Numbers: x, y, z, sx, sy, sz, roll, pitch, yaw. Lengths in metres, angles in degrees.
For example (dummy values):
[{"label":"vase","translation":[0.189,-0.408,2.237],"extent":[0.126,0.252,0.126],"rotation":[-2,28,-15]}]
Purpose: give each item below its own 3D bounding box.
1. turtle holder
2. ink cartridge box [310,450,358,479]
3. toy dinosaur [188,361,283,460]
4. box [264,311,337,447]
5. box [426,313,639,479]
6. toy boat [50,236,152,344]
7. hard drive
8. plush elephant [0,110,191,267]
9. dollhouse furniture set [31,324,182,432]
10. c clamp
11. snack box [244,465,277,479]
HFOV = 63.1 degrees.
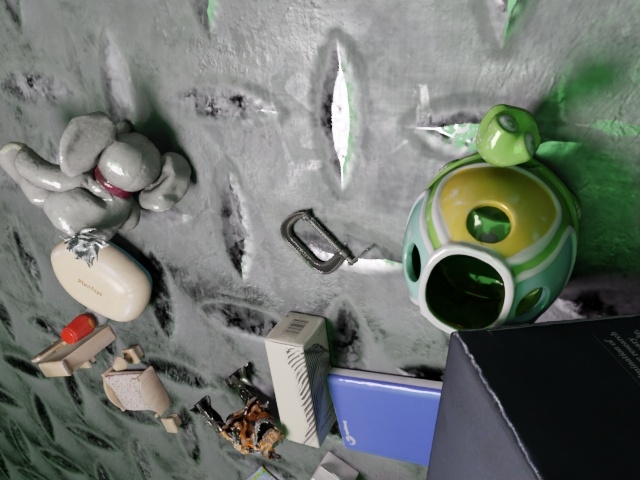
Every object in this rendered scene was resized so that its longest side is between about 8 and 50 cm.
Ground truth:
[{"label":"turtle holder","translation":[0.242,-0.003,0.714],"extent":[0.243,0.227,0.320],"rotation":[40,129,5]},{"label":"ink cartridge box","translation":[0.022,0.593,1.260],"extent":[0.092,0.090,0.143],"rotation":[31,126,11]},{"label":"toy dinosaur","translation":[-0.188,0.439,1.237],"extent":[0.218,0.164,0.322],"rotation":[51,132,2]},{"label":"box","translation":[-0.036,0.299,1.117],"extent":[0.094,0.113,0.275],"rotation":[5,120,26]},{"label":"box","translation":[0.402,0.358,0.654],"extent":[0.472,0.297,0.479],"rotation":[-3,120,-6]},{"label":"toy boat","translation":[-0.556,0.124,1.311],"extent":[0.268,0.148,0.318],"rotation":[35,120,2]},{"label":"hard drive","translation":[0.180,0.374,1.078],"extent":[0.319,0.040,0.210],"rotation":[0,116,30]},{"label":"plush elephant","translation":[-0.425,-0.131,1.030],"extent":[0.330,0.255,0.272],"rotation":[43,-179,43]},{"label":"dollhouse furniture set","translation":[-0.622,0.443,1.490],"extent":[0.303,0.174,0.355],"rotation":[-11,110,34]},{"label":"c clamp","translation":[0.000,0.000,0.989],"extent":[0.161,0.022,0.137],"rotation":[41,133,2]},{"label":"snack box","translation":[-0.140,0.752,1.453],"extent":[0.207,0.070,0.174],"rotation":[41,129,6]}]
